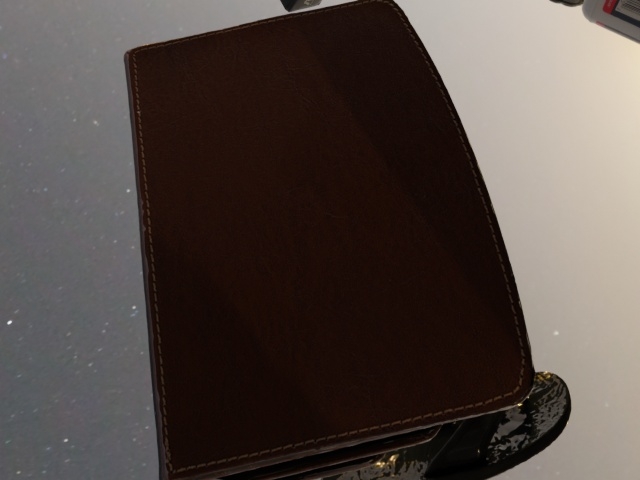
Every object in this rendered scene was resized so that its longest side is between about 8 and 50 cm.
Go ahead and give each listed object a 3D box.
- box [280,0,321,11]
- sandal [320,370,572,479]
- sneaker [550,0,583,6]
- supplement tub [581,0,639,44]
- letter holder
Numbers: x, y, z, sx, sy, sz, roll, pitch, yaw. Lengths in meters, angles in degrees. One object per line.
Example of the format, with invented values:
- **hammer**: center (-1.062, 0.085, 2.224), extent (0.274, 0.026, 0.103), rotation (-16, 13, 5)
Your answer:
- **box**: center (-0.043, -0.468, 0.771), extent (0.060, 0.216, 0.270), rotation (-26, -95, -30)
- **sandal**: center (0.205, 0.304, 0.969), extent (0.446, 0.167, 0.107), rotation (-22, -72, -13)
- **sneaker**: center (0.286, -0.334, 0.549), extent (0.108, 0.271, 0.100), rotation (43, -158, 3)
- **supplement tub**: center (0.486, -0.309, 0.746), extent (0.272, 0.191, 0.191), rotation (33, -147, 17)
- **letter holder**: center (0.000, 0.000, 0.439), extent (0.152, 0.215, 0.301), rotation (74, -178, -64)
